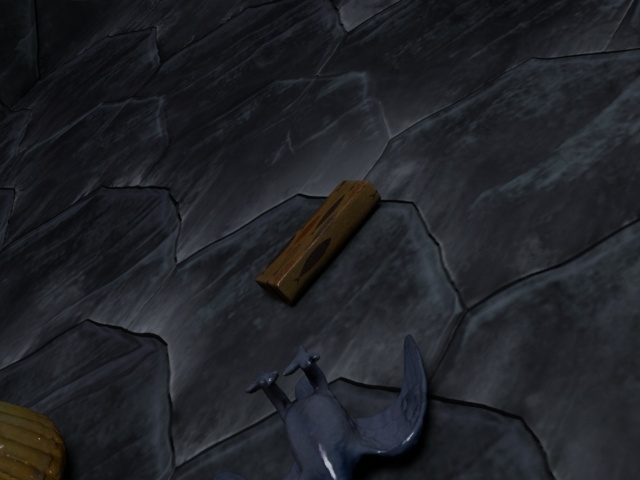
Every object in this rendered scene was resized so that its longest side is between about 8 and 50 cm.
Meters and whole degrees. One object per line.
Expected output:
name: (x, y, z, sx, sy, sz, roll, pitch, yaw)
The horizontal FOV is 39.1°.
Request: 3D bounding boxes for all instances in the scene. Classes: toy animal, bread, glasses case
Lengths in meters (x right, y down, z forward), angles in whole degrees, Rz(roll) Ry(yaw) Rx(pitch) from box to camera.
toy animal: (0.000, 0.188, 0.814, 0.239, 0.176, 0.255, -29, 0, 6)
bread: (-0.389, 0.284, 0.989, 0.240, 0.139, 0.240, -24, 39, 21)
glasses case: (0.000, 0.000, 1.065, 0.170, 0.041, 0.064, -50, 25, -17)
